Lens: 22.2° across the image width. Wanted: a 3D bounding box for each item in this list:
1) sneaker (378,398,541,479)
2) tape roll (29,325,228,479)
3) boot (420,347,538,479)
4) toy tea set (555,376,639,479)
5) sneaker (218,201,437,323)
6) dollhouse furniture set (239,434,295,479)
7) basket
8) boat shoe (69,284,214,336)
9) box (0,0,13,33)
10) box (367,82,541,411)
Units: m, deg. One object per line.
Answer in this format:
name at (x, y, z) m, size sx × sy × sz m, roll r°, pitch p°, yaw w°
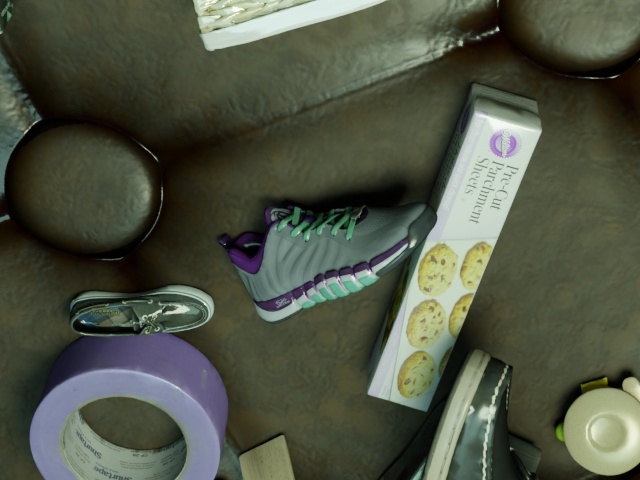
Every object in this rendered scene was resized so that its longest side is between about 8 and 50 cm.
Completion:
sneaker at (0.123, 0.271, 1.656) m, size 0.118 × 0.083 × 0.222 m, roll 28°, pitch 117°, yaw -12°
tape roll at (-0.189, 0.184, 1.631) m, size 0.189 × 0.080 × 0.189 m, roll 1°, pitch 120°, yaw 3°
boot at (0.235, 0.286, 1.509) m, size 0.284 × 0.138 × 0.377 m, roll 11°, pitch 118°, yaw 16°
toy tea set at (0.411, 0.202, 1.600) m, size 0.336 × 0.124 × 0.200 m, roll -16°, pitch 88°, yaw 17°
sneaker at (0.000, 0.000, 1.489) m, size 0.224 × 0.083 × 0.098 m, roll -28°, pitch 106°, yaw 37°
dollhouse furniture set at (-0.044, 0.304, 1.719) m, size 0.144 × 0.123 × 0.151 m, roll -28°, pitch 148°, yaw 23°
basket at (-0.028, -0.240, 1.354) m, size 0.167 × 0.113 × 0.103 m, roll -13°, pitch 114°, yaw 12°
boat shoe at (-0.175, 0.074, 1.588) m, size 0.142 × 0.040 × 0.049 m, roll -2°, pitch 120°, yaw 6°
box at (-0.395, -0.327, 1.363) m, size 0.232 × 0.058 × 0.322 m, roll 0°, pitch 121°, yaw 4°
box at (0.119, 0.012, 1.516) m, size 0.067 × 0.063 × 0.324 m, roll 16°, pitch 120°, yaw -6°
